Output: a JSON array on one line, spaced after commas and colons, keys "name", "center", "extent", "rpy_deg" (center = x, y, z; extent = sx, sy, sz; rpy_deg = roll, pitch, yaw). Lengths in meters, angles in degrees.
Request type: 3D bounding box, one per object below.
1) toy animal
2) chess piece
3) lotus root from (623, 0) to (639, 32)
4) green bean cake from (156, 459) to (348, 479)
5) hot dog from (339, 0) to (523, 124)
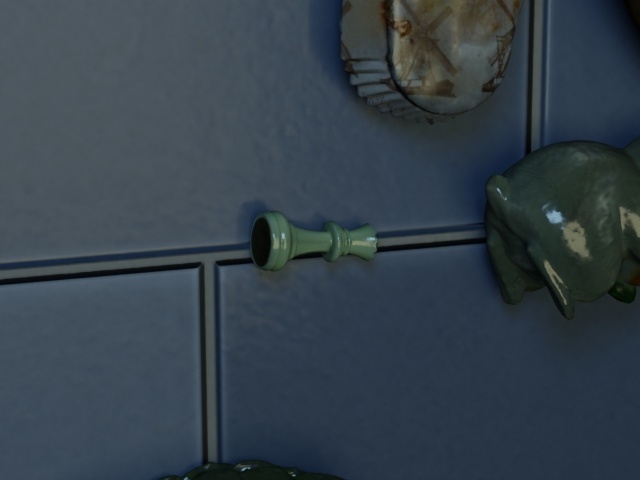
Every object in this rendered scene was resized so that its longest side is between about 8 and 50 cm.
[{"name": "toy animal", "center": [0.230, -0.037, 1.246], "extent": [0.236, 0.108, 0.138], "rpy_deg": [-32, 111, -11]}, {"name": "chess piece", "center": [0.000, 0.000, 1.210], "extent": [0.093, 0.042, 0.042], "rpy_deg": [-1, 103, -26]}, {"name": "lotus root", "center": [0.316, -0.178, 1.210], "extent": [0.291, 0.193, 0.193], "rpy_deg": [41, 87, -28]}, {"name": "green bean cake", "center": [-0.051, 0.275, 1.209], "extent": [0.222, 0.125, 0.227], "rpy_deg": [-7, 103, -16]}, {"name": "hot dog", "center": [0.083, -0.211, 1.171], "extent": [0.144, 0.075, 0.268], "rpy_deg": [1, 99, -25]}]
